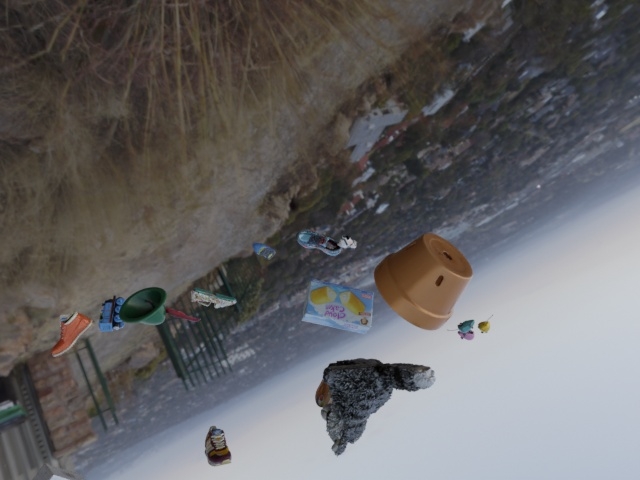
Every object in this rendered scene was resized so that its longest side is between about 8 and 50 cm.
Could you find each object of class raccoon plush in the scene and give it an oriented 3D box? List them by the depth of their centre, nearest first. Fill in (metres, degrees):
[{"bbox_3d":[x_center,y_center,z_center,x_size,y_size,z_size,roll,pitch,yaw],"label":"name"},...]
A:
[{"bbox_3d":[0.164,0.562,1.338,0.216,0.299,0.446,0,171,-36],"label":"raccoon plush"}]

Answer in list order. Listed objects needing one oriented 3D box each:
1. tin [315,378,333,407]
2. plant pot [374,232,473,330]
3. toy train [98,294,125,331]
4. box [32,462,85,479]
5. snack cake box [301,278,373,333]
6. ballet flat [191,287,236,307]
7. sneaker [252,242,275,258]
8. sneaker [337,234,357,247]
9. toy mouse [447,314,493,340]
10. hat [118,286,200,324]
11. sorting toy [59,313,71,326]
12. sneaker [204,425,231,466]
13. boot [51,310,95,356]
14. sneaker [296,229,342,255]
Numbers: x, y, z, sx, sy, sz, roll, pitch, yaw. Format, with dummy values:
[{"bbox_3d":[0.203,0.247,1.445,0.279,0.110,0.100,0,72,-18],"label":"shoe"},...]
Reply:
[{"bbox_3d":[0.042,0.685,1.891,0.040,0.106,0.190,28,91,-31],"label":"tin"},{"bbox_3d":[0.351,0.115,1.325,0.291,0.291,0.203,-11,145,-52],"label":"plant pot"},{"bbox_3d":[-0.981,0.343,1.926,0.105,0.184,0.080,2,134,-20],"label":"toy train"},{"bbox_3d":[-0.786,0.761,1.174,0.091,0.130,0.170,3,-127,42],"label":"box"},{"bbox_3d":[0.070,0.263,1.623,0.264,0.152,0.089,13,147,-9],"label":"snack cake box"},{"bbox_3d":[-0.569,0.313,2.152,0.241,0.077,0.091,19,-176,-18],"label":"ballet flat"},{"bbox_3d":[-0.316,0.051,2.278,0.069,0.082,0.209,-50,161,1],"label":"sneaker"},{"bbox_3d":[0.108,0.004,1.530,0.109,0.040,0.044,-3,119,-56],"label":"sneaker"},{"bbox_3d":[0.514,0.315,1.414,0.143,0.031,0.161,-6,141,2],"label":"toy mouse"},{"bbox_3d":[-0.614,0.296,1.530,0.208,0.184,0.173,1,-138,22],"label":"hat"},{"bbox_3d":[-0.932,0.302,1.533,0.083,0.012,0.062,3,124,-31],"label":"sorting toy"},{"bbox_3d":[-0.328,0.647,1.290,0.069,0.084,0.185,5,170,-30],"label":"sneaker"},{"bbox_3d":[-0.845,0.308,1.356,0.158,0.059,0.085,-51,131,-19],"label":"boot"},{"bbox_3d":[0.000,0.000,2.191,0.261,0.104,0.125,17,168,-11],"label":"sneaker"}]
